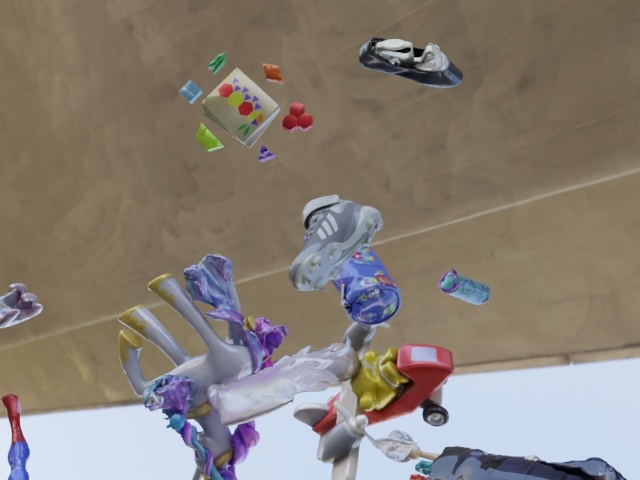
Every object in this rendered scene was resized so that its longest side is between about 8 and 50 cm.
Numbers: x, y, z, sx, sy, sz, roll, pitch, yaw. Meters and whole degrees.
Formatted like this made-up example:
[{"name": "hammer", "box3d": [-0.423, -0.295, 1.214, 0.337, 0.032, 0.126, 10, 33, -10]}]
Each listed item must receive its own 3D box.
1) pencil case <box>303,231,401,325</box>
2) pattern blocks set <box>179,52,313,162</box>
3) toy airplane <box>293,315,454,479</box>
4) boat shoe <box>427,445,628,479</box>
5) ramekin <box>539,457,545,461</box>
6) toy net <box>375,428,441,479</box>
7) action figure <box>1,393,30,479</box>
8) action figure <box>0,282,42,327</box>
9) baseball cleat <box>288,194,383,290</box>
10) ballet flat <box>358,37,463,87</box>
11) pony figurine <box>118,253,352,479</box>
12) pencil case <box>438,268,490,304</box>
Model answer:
[{"name": "pencil case", "box3d": [0.062, 0.058, 1.367, 0.306, 0.133, 0.119, -123, -144, -45]}, {"name": "pattern blocks set", "box3d": [-0.205, -0.345, 1.585, 0.285, 0.026, 0.324, -37, -104, -1]}, {"name": "toy airplane", "box3d": [0.081, 0.348, 1.421, 0.272, 0.384, 0.386, 50, -16, -24]}, {"name": "boat shoe", "box3d": [0.237, 0.317, 0.520, 0.158, 0.127, 0.340, -20, -65, 46]}, {"name": "ramekin", "box3d": [0.370, 0.487, 0.925, 0.135, 0.277, 0.277, -44, -96, 12]}, {"name": "toy net", "box3d": [0.183, 0.397, 1.107, 0.232, 0.045, 0.122, 34, -46, -22]}, {"name": "action figure", "box3d": [-0.365, 0.293, 0.678, 0.280, 0.092, 0.139, 55, -22, 32]}, {"name": "action figure", "box3d": [-0.353, 0.070, 0.401, 0.248, 0.276, 0.370, -155, -119, -75]}, {"name": "baseball cleat", "box3d": [0.000, 0.000, 0.834, 0.109, 0.206, 0.072, 26, -55, 25]}, {"name": "ballet flat", "box3d": [0.171, -0.331, 1.111, 0.203, 0.074, 0.074, 11, -59, -4]}, {"name": "pony figurine", "box3d": [-0.150, 0.210, 1.004, 0.351, 0.303, 0.363, -33, -100, 11]}, {"name": "pencil case", "box3d": [0.382, 0.125, 1.605, 0.064, 0.152, 0.070, -56, -140, 15]}]
